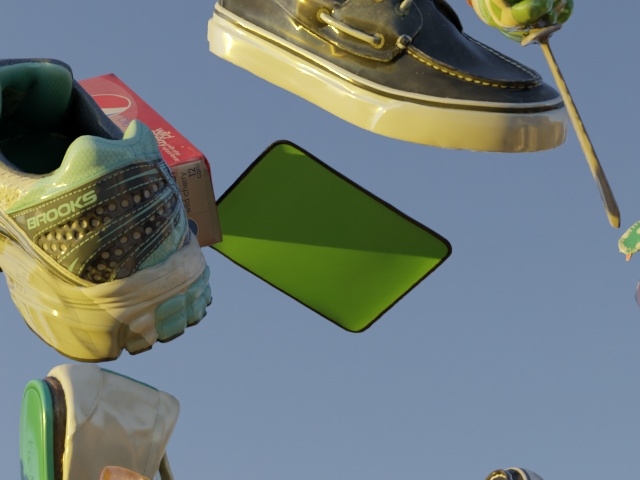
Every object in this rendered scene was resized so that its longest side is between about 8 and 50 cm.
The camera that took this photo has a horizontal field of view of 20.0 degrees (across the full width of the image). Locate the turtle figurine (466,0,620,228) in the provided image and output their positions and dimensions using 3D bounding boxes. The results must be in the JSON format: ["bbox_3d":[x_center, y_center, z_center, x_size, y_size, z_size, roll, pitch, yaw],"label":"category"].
[{"bbox_3d":[0.162,-0.210,1.077,0.198,0.274,0.266,-29,-47,-6],"label":"turtle figurine"}]

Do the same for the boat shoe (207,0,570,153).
[{"bbox_3d":[0.046,-0.159,1.403,0.335,0.121,0.119,22,-66,30],"label":"boat shoe"}]

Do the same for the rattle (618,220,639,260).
[{"bbox_3d":[0.361,-0.068,1.689,0.200,0.130,0.143,-11,-79,35],"label":"rattle"}]

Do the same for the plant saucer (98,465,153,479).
[{"bbox_3d":[-0.070,0.218,1.119,0.198,0.036,0.198,35,-22,16],"label":"plant saucer"}]

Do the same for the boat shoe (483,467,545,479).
[{"bbox_3d":[0.069,0.232,1.138,0.076,0.228,0.080,38,-20,-20],"label":"boat shoe"}]

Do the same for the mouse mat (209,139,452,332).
[{"bbox_3d":[0.000,0.000,1.574,0.190,0.007,0.152,33,-50,-17],"label":"mouse mat"}]

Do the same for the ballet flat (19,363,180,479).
[{"bbox_3d":[-0.163,0.291,1.338,0.139,0.400,0.139,5,3,0],"label":"ballet flat"}]

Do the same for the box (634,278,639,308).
[{"bbox_3d":[0.381,0.085,1.499,0.168,0.203,0.167,-23,-16,-1],"label":"box"}]

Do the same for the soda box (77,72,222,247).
[{"bbox_3d":[-0.179,-0.067,1.597,0.092,0.263,0.083,-16,-64,-19],"label":"soda box"}]

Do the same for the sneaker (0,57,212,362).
[{"bbox_3d":[-0.158,-0.046,0.941,0.283,0.110,0.122,23,-50,42],"label":"sneaker"}]
